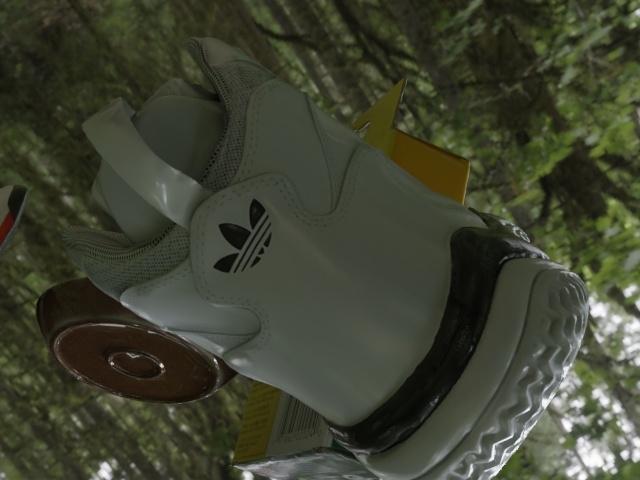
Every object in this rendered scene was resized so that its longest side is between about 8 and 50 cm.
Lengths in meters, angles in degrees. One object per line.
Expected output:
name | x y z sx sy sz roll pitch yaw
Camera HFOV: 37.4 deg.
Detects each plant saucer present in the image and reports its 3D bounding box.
plant saucer | -0.141 0.085 0.731 0.168 0.168 0.029 -20 -135 37

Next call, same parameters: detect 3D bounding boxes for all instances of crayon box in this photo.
crayon box | 0.029 0.042 0.813 0.202 0.081 0.318 -32 -139 61

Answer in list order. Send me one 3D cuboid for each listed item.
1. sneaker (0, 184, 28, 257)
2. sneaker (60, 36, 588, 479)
sneaker | -0.443 0.027 1.035 0.270 0.145 0.090 -64 -168 -16
sneaker | 0.000 0.000 0.500 0.137 0.210 0.366 -56 180 3
